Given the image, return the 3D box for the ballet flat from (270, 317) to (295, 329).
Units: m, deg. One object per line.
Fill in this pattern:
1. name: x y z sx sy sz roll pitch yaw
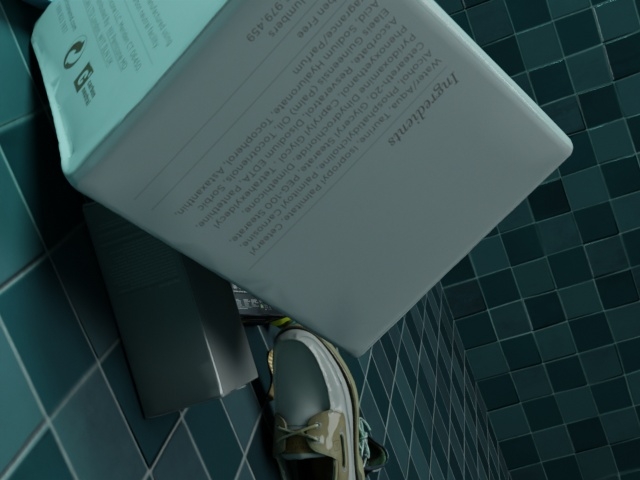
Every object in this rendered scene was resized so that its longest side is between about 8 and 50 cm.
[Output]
1. ballet flat: -0.056 0.052 1.626 0.077 0.077 0.231 50 22 -17

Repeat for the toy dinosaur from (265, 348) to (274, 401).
1. toy dinosaur: -0.049 0.205 1.526 0.093 0.053 0.183 49 33 -18

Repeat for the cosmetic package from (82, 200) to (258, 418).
1. cosmetic package: -0.160 0.061 1.120 0.127 0.107 0.238 -1 76 -75

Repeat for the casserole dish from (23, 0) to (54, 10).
1. casserole dish: -0.320 -0.303 1.083 0.188 0.037 0.114 8 65 -75

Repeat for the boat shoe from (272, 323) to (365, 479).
1. boat shoe: -0.008 0.267 1.407 0.103 0.113 0.302 -32 109 -61

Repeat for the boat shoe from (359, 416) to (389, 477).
1. boat shoe: 0.045 0.329 1.643 0.254 0.079 0.095 52 24 -55

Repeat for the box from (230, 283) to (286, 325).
1. box: -0.122 0.024 1.406 0.232 0.059 0.184 14 59 -74

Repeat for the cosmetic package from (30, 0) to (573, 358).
1. cosmetic package: -0.028 -0.156 1.054 0.393 0.327 0.329 35 16 -36
